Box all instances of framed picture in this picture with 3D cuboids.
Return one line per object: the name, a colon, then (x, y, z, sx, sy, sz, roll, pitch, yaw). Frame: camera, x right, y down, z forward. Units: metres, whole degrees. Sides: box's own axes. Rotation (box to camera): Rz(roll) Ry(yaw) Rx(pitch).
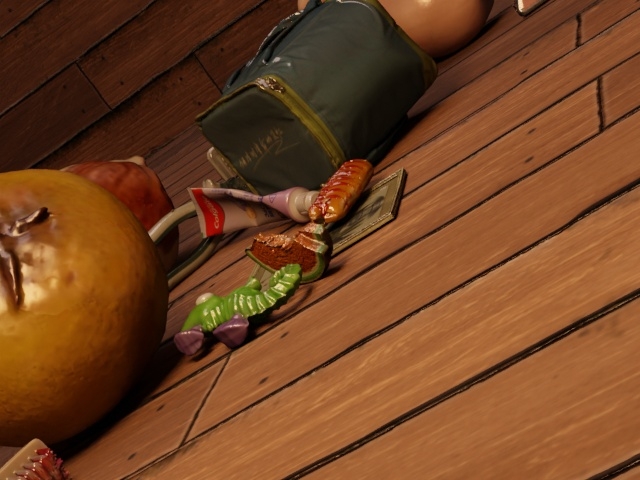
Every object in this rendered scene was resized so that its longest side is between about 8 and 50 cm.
framed picture: (0.000, 0.000, 1.474, 0.231, 0.010, 0.173, -32, 13, 18)

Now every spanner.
spanner: (-0.168, -0.034, 1.861, 0.325, 0.095, 0.040, -42, 12, -21)

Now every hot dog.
hot dog: (0.022, -0.059, 1.516, 0.062, 0.038, 0.144, -28, 15, 34)

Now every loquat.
loquat: (-0.332, 0.087, 1.439, 0.328, 0.328, 0.359, -41, -30, -21)

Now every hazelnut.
hazelnut: (-0.335, -0.028, 1.944, 0.261, 0.261, 0.241, -14, 61, 60)

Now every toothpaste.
toothpaste: (-0.093, -0.045, 1.712, 0.301, 0.075, 0.048, -3, 42, 53)

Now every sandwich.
sandwich: (-0.029, 0.014, 1.366, 0.135, 0.067, 0.029, -2, 40, 50)

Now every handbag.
handbag: (-0.003, -0.194, 1.726, 0.241, 0.222, 0.263, -48, 15, -26)

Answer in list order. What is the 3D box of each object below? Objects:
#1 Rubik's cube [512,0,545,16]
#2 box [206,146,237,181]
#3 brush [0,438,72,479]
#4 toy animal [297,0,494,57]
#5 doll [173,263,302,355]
Rubik's cube: (0.391, -0.503, 1.957, 0.228, 0.233, 0.228, -117, 35, -41)
box: (-0.116, -0.113, 1.971, 0.089, 0.122, 0.062, -40, 2, -15)
brush: (-0.356, 0.315, 1.185, 0.050, 0.060, 0.321, -7, 30, 46)
toy animal: (0.123, -0.360, 2.065, 0.269, 0.237, 0.326, -32, 10, -35)
doll: (-0.088, 0.072, 1.365, 0.190, 0.050, 0.115, -20, 27, 48)
